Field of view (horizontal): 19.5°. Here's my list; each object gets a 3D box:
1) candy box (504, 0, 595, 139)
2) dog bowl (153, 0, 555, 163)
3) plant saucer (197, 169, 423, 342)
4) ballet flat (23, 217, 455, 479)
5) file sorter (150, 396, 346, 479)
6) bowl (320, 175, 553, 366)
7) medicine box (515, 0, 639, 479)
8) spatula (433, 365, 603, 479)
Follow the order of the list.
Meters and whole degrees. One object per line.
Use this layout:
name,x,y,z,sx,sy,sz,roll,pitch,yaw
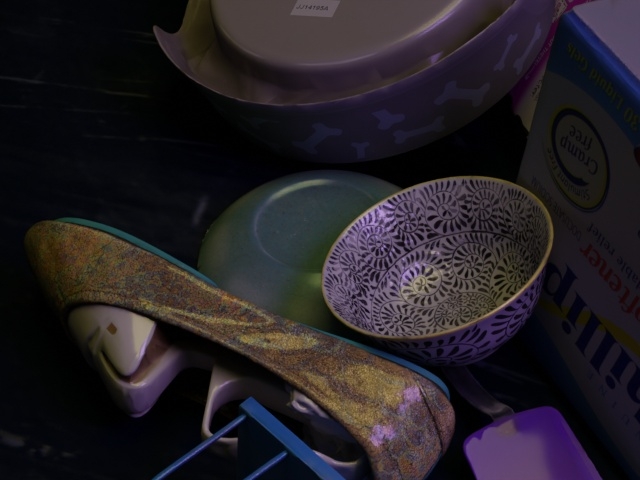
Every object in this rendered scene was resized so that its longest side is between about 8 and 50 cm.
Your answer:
candy box,0.236,-0.139,1.531,0.071,0.159,0.233,18,35,-36
dog bowl,0.036,-0.208,1.546,0.349,0.102,0.349,-12,47,13
plant saucer,0.000,0.000,1.429,0.195,0.037,0.195,-3,44,3
ballet flat,-0.078,0.089,1.301,0.348,0.123,0.123,23,46,13
file sorter,-0.026,0.210,1.178,0.104,0.118,0.170,-33,57,-30
bowl,0.092,0.038,1.334,0.170,0.080,0.170,-13,37,11
medicine box,0.266,0.011,1.295,0.149,0.289,0.263,-16,49,-25
spatula,0.106,0.101,1.363,0.084,0.030,0.296,-19,46,-18
